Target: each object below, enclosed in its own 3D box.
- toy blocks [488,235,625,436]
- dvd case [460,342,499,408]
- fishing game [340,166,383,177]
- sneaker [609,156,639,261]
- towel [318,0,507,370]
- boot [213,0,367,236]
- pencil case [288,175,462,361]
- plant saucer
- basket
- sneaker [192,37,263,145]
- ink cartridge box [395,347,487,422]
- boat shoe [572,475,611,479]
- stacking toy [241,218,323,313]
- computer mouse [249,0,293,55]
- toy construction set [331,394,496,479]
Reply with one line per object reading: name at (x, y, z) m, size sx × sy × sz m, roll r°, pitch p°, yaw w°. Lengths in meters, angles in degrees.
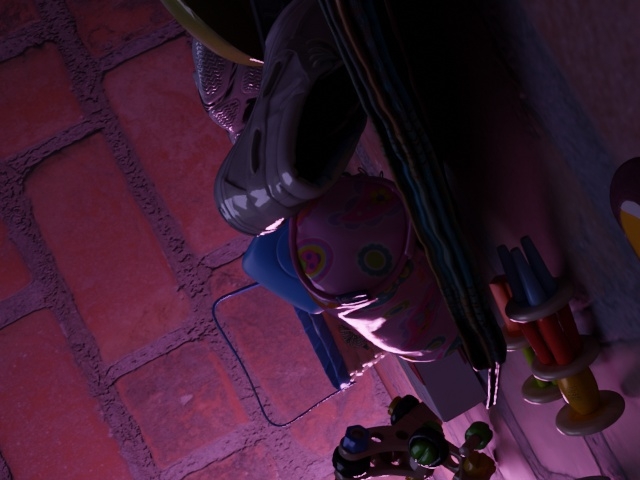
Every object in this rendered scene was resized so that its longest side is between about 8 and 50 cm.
toy blocks at (0.159, 0.058, 0.811) m, size 0.148 × 0.054 × 0.123 m, roll 63°, pitch 175°, yaw -16°
dvd case at (0.162, 0.103, 1.296) m, size 0.164 × 0.018 × 0.221 m, roll 61°, pitch 175°, yaw 22°
fishing game at (0.022, -0.070, 1.137) m, size 0.189 × 0.041 × 0.264 m, roll 18°, pitch -175°, yaw 11°
sneaker at (0.160, 0.034, 0.454) m, size 0.185 × 0.084 × 0.069 m, roll 57°, pitch 174°, yaw 45°
towel at (0.050, -0.116, 0.763) m, size 0.271 × 0.040 × 0.370 m, roll -99°, pitch -13°, yaw -48°
boot at (0.004, -0.124, 0.897) m, size 0.095 × 0.258 × 0.123 m, roll 31°, pitch 150°, yaw -24°
pencil case at (0.066, 0.033, 1.007) m, size 0.124 × 0.124 × 0.284 m, roll 60°, pitch -174°, yaw 24°
plant saucer at (-0.134, -0.296, 1.318) m, size 0.241 × 0.037 × 0.241 m, roll 40°, pitch -154°, yaw -24°
basket at (-0.019, 0.159, 1.946) m, size 0.255 × 0.289 × 0.201 m, roll 60°, pitch 175°, yaw 6°
sneaker at (-0.143, -0.264, 1.774) m, size 0.210 × 0.137 × 0.366 m, roll 56°, pitch 176°, yaw 36°
ink cartridge box at (0.136, 0.148, 1.336) m, size 0.109 × 0.063 × 0.150 m, roll 61°, pitch 177°, yaw -5°
boat shoe at (0.229, 0.266, 0.899) m, size 0.099 × 0.116 × 0.319 m, roll 64°, pitch 170°, yaw 3°
stacking toy at (0.000, 0.000, 1.819) m, size 0.166 × 0.175 × 0.302 m, roll 31°, pitch -170°, yaw 5°
computer mouse at (-0.028, -0.227, 1.210) m, size 0.188 × 0.072 × 0.272 m, roll 65°, pitch -173°, yaw -57°
toy construction set at (0.181, 0.366, 1.672) m, size 0.237 × 0.257 × 0.309 m, roll -36°, pitch -57°, yaw -51°
